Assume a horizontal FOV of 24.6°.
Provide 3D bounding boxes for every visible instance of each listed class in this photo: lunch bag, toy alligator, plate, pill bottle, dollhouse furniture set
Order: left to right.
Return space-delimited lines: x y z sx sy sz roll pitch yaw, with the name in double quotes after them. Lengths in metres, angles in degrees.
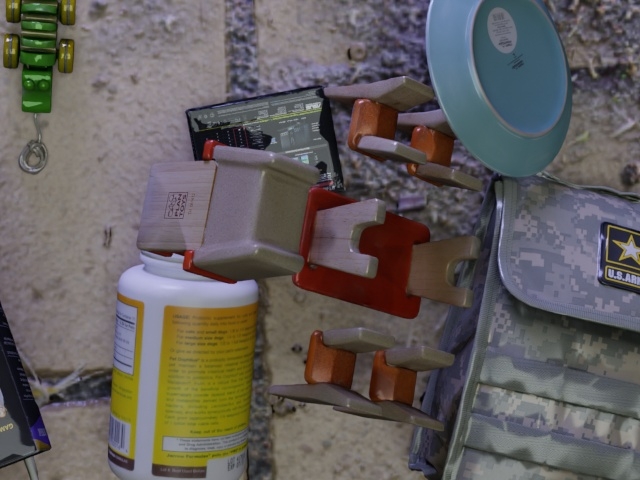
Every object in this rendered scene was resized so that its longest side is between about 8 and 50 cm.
-0.231 -0.145 1.196 0.056 0.051 0.190 3 98 -9 "toy alligator"
-0.113 0.092 1.218 0.117 0.117 0.215 4 99 -9 "pill bottle"
0.000 0.000 1.163 0.259 0.135 0.262 19 77 -44 "dollhouse furniture set"
0.157 -0.146 1.212 0.188 0.024 0.188 11 74 -42 "plate"
0.229 0.093 1.248 0.235 0.169 0.287 14 89 -7 "lunch bag"

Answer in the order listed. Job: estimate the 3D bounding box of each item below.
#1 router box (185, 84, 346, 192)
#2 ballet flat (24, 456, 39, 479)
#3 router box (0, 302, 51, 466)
-0.047 -0.076 1.242 0.122 0.038 0.092 -11 100 -6 "router box"
-0.310 0.232 1.163 0.182 0.164 0.483 2 83 -24 "ballet flat"
-0.380 0.091 1.049 0.308 0.081 0.243 -19 85 -6 "router box"
